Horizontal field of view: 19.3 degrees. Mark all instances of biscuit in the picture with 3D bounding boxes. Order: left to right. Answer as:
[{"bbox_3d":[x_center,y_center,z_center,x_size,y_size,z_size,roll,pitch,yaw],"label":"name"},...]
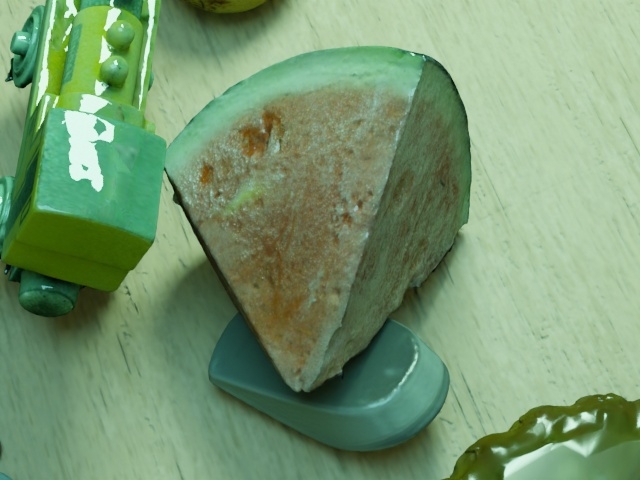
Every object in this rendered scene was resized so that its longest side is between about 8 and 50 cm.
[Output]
[{"bbox_3d":[0.243,0.274,1.619,0.335,0.078,0.329,6,57,3],"label":"biscuit"}]

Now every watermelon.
[{"bbox_3d":[-0.007,-0.043,1.663,0.283,0.250,0.293,-8,28,7],"label":"watermelon"}]

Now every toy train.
[{"bbox_3d":[-0.216,-0.120,1.747,0.150,0.237,0.369,15,59,-19],"label":"toy train"}]

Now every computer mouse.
[{"bbox_3d":[0.009,0.121,1.716,0.231,0.079,0.128,20,55,32],"label":"computer mouse"}]

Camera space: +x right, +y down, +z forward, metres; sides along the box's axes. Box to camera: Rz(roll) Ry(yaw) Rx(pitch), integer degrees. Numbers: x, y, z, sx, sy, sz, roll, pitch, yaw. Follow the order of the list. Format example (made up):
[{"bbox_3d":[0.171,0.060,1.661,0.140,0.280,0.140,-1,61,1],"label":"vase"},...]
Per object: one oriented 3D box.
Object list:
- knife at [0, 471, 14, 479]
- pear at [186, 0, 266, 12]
[{"bbox_3d":[-0.310,0.249,1.691,0.027,0.010,0.096,28,66,17],"label":"knife"},{"bbox_3d":[-0.094,-0.322,1.910,0.178,0.178,0.178,-1,61,2],"label":"pear"}]
